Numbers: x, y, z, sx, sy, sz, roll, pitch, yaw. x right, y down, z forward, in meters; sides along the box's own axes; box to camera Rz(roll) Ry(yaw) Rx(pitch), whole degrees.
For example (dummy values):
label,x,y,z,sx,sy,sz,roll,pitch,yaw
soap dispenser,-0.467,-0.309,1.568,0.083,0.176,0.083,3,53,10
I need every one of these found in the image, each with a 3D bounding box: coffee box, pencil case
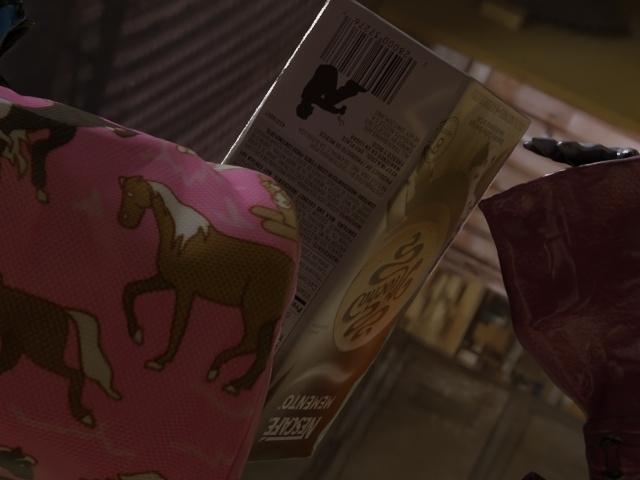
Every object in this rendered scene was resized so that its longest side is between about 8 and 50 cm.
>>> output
label,x,y,z,sx,sy,sz,roll,pitch,yaw
coffee box,0.000,0.000,0.990,0.297,0.119,0.168,-57,-21,8
pencil case,-0.196,-0.004,0.475,0.160,0.386,0.167,-71,19,2

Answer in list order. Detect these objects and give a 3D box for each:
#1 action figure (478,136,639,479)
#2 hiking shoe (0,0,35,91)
label,x,y,z,sx,sy,sz,roll,pitch,yaw
action figure,0.206,0.122,0.900,0.276,0.248,0.370,3,-95,-55
hiking shoe,-0.393,-0.281,1.670,0.113,0.132,0.304,152,128,-71
